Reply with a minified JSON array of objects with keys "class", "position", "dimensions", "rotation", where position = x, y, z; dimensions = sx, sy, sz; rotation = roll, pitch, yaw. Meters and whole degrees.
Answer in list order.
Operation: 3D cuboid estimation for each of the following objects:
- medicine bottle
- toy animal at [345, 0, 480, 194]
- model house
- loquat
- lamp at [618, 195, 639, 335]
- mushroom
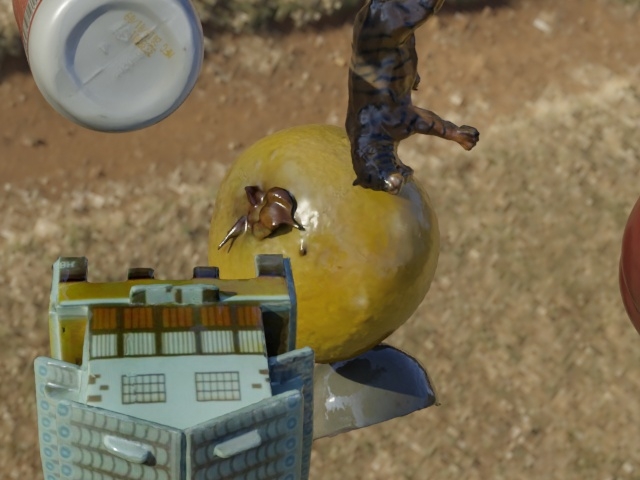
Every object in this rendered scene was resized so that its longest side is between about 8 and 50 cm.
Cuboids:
[{"class":"medicine bottle","position":[-0.173,-0.180,1.229],"dimensions":[0.131,0.131,0.250],"rotation":[15,19,-21]},{"class":"toy animal","position":[0.063,-0.176,1.337],"dimensions":[0.116,0.255,0.114],"rotation":[-17,28,-34]},{"class":"model house","position":[-0.104,0.146,1.138],"dimensions":[0.198,0.224,0.215],"rotation":[1,37,-6]},{"class":"loquat","position":[0.000,0.000,1.767],"dimensions":[0.275,0.275,0.275],"rotation":[20,35,-15]},{"class":"lamp","position":[0.392,0.041,1.274],"dimensions":[0.303,0.303,0.257],"rotation":[34,68,6]},{"class":"mushroom","position":[0.056,0.185,1.947],"dimensions":[0.188,0.117,0.141],"rotation":[-8,4,-31]}]
